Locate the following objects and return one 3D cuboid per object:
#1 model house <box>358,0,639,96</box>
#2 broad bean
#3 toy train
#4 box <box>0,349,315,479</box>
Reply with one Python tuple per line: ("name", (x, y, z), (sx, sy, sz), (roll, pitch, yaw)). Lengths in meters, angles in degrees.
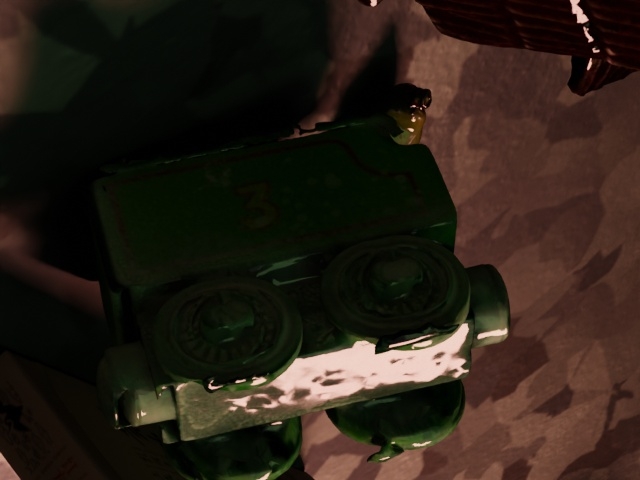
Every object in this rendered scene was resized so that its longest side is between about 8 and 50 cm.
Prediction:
("model house", (0.141, -0.164, 0.998), (0.297, 0.282, 0.317), (-37, 143, -9))
("broad bean", (0.000, 0.000, 1.226), (0.052, 0.053, 0.256), (26, 108, -25))
("toy train", (-0.019, 0.034, 1.098), (0.243, 0.188, 0.132), (-11, 141, -9))
("box", (-0.060, 0.195, 1.232), (0.051, 0.204, 0.365), (-49, 144, 6))
